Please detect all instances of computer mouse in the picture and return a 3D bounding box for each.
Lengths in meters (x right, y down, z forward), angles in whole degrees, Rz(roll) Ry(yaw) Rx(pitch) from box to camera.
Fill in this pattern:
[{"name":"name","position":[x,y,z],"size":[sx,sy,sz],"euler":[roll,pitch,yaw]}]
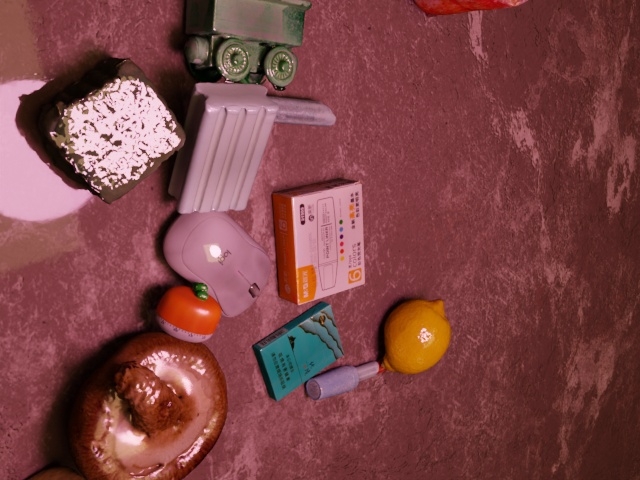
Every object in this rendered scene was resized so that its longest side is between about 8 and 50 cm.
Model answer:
[{"name":"computer mouse","position":[-0.209,0.048,1.672],"size":[0.184,0.121,0.297],"euler":[-51,126,-19]}]

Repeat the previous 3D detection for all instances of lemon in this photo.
[{"name":"lemon","position":[0.258,0.259,2.069],"size":[0.187,0.187,0.244],"euler":[32,96,-40]}]

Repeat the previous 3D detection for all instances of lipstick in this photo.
[{"name":"lipstick","position":[0.083,0.363,2.036],"size":[0.274,0.061,0.068],"euler":[-9,106,-42]}]

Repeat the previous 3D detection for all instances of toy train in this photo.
[{"name":"toy train","position":[-0.154,-0.413,1.571],"size":[0.266,0.145,0.201],"euler":[-2,100,-40]}]

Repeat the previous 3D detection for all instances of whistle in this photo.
[{"name":"whistle","position":[-0.098,-0.291,1.705],"size":[0.312,0.062,0.062],"euler":[-3,104,-39]}]

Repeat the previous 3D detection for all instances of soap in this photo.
[{"name":"soap","position":[-0.201,-0.183,1.548],"size":[0.160,0.087,0.265],"euler":[-6,136,-32]}]

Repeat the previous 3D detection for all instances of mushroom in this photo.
[{"name":"mushroom","position":[-0.350,0.356,1.596],"size":[0.345,0.239,0.345],"euler":[-11,122,-19]}]

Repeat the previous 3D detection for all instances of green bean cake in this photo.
[{"name":"green bean cake","position":[-0.399,-0.209,1.442],"size":[0.227,0.125,0.222],"euler":[-45,128,-19]}]

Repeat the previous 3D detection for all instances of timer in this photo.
[{"name":"timer","position":[-0.269,0.141,1.595],"size":[0.136,0.099,0.136],"euler":[-5,108,-15]}]

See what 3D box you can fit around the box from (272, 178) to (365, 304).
[{"name":"box","position":[0.000,0.000,1.846],"size":[0.221,0.091,0.273],"euler":[-17,112,-34]}]

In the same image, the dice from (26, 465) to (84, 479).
[{"name":"dice","position":[-0.513,0.614,1.506],"size":[0.227,0.233,0.238],"euler":[-36,122,-25]}]

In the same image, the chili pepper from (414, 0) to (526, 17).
[{"name":"chili pepper","position":[0.370,-0.665,1.827],"size":[0.251,0.305,0.229],"euler":[-38,121,-22]}]

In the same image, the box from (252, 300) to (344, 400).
[{"name":"box","position":[-0.050,0.275,1.914],"size":[0.226,0.042,0.160],"euler":[-30,121,-29]}]
